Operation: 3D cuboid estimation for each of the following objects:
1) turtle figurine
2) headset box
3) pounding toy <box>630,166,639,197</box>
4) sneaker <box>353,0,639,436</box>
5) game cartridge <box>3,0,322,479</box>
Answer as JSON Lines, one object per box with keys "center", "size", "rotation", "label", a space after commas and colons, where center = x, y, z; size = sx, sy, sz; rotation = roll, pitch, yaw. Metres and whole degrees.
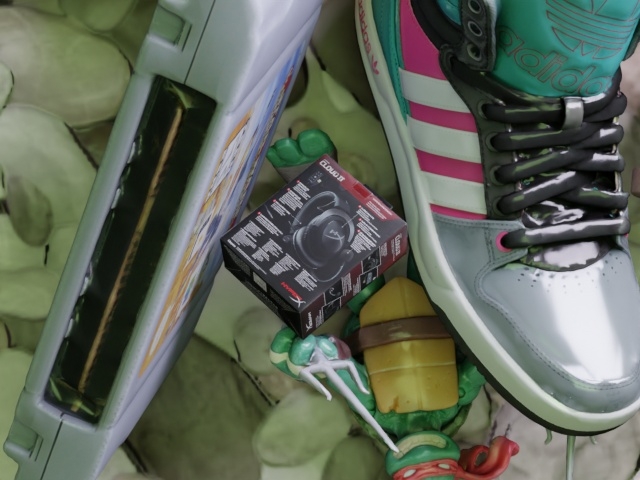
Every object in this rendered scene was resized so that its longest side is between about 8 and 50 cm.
{"center": [0.048, 0.051, 1.016], "size": [0.175, 0.118, 0.234], "rotation": [-5, 72, -20], "label": "turtle figurine"}
{"center": [0.000, 0.000, 0.961], "size": [0.083, 0.032, 0.062], "rotation": [-40, 65, -20], "label": "headset box"}
{"center": [0.247, -0.088, 1.013], "size": [0.270, 0.154, 0.154], "rotation": [6, 88, -4], "label": "pounding toy"}
{"center": [0.117, -0.065, 0.931], "size": [0.124, 0.178, 0.295], "rotation": [-12, 69, -23], "label": "sneaker"}
{"center": [-0.069, -0.029, 0.934], "size": [0.062, 0.198, 0.297], "rotation": [26, 117, 7], "label": "game cartridge"}
